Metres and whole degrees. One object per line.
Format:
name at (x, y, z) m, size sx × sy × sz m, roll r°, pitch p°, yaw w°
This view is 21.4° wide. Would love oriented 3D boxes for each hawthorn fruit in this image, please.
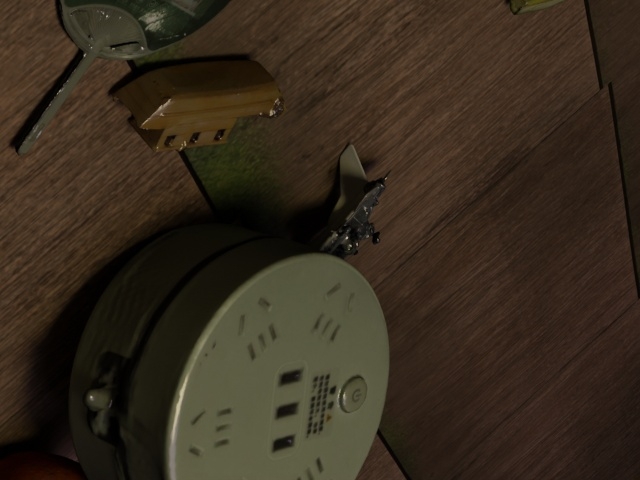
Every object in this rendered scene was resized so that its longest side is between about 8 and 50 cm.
hawthorn fruit at (-0.304, 0.306, 1.797) m, size 0.173 × 0.173 × 0.173 m, roll -32°, pitch 148°, yaw -23°

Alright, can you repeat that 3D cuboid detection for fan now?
fan at (-0.172, -0.222, 1.461) m, size 0.294 × 0.012 × 0.223 m, roll -38°, pitch 149°, yaw -16°

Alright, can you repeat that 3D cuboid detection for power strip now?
power strip at (-0.095, 0.158, 1.762) m, size 0.357 × 0.161 × 0.357 m, roll -21°, pitch 119°, yaw -44°

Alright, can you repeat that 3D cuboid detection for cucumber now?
cucumber at (0.261, -0.290, 1.901) m, size 0.107 × 0.035 × 0.067 m, roll -17°, pitch 158°, yaw -42°

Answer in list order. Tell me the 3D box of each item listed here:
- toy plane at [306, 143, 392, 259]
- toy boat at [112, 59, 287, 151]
toy plane at (0.016, 0.005, 1.916) m, size 0.234 × 0.082 × 0.160 m, roll -62°, pitch 173°, yaw 27°
toy boat at (-0.111, -0.127, 1.613) m, size 0.200 × 0.057 × 0.077 m, roll -12°, pitch 142°, yaw -45°
